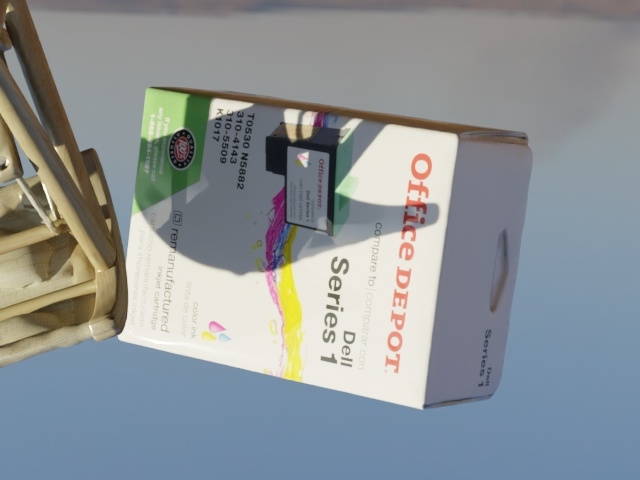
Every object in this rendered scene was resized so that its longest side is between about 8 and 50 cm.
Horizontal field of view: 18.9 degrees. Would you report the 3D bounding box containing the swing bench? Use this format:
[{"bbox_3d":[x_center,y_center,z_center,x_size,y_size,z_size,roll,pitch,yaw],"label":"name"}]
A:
[{"bbox_3d":[-0.289,-0.031,1.298,0.253,0.254,0.165,-17,-152,6],"label":"swing bench"}]

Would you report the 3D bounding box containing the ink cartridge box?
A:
[{"bbox_3d":[0.000,0.000,1.440,0.278,0.201,0.117,10,-174,31],"label":"ink cartridge box"}]
